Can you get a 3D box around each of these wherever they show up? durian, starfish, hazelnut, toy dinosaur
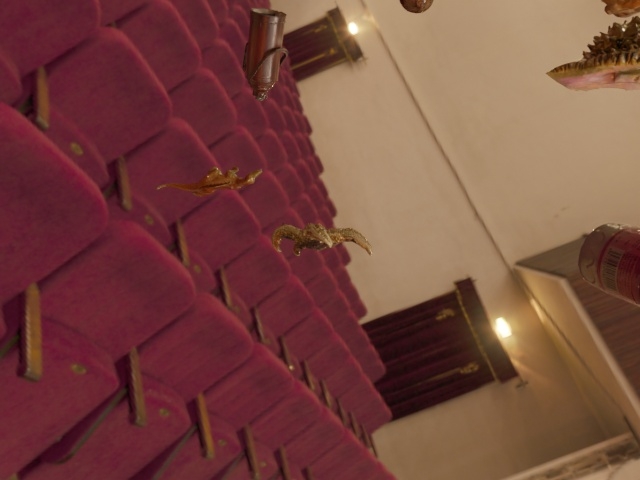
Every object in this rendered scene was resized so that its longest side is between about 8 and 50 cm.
[{"bbox_3d":[0.480,-0.296,0.994,0.078,0.224,0.140,56,24,-77],"label":"durian"},{"bbox_3d":[0.000,-0.002,1.316,0.238,0.216,0.071,61,29,-88],"label":"starfish"},{"bbox_3d":[0.211,-0.539,1.350,0.086,0.086,0.086,-22,90,-86],"label":"hazelnut"},{"bbox_3d":[-0.244,-0.120,1.381,0.142,0.212,0.057,27,-44,62],"label":"toy dinosaur"}]

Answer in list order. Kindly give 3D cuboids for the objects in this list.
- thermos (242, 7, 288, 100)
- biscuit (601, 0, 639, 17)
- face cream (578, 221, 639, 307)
[{"bbox_3d":[-0.153,-0.485,1.639,0.124,0.099,0.232,28,-56,27],"label":"thermos"},{"bbox_3d":[0.373,-0.304,0.652,0.379,0.094,0.054,-42,112,-45],"label":"biscuit"},{"bbox_3d":[0.726,0.057,1.428,0.175,0.175,0.195,66,-12,-23],"label":"face cream"}]
